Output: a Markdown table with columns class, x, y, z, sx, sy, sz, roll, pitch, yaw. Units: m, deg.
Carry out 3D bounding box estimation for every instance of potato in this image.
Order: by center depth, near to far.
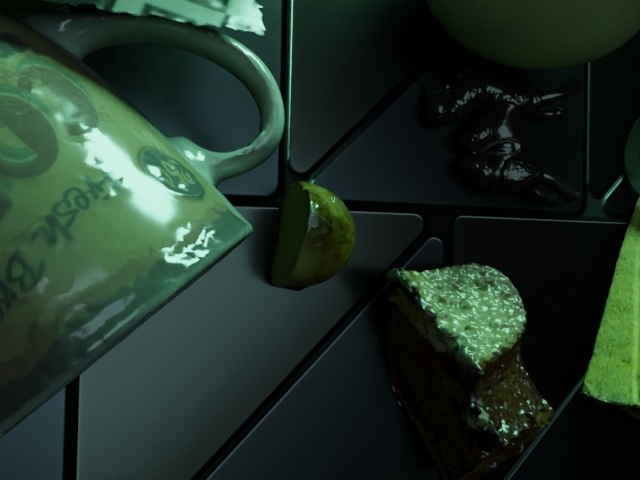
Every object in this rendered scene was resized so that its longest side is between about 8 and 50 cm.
| class | x | y | z | sx | sy | sz | roll | pitch | yaw |
| --- | --- | --- | --- | --- | --- | --- | --- | --- | --- |
| potato | 0.000 | 0.000 | 0.538 | 0.067 | 0.103 | 0.096 | 8 | 88 | -17 |

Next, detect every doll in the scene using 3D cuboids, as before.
| class | x | y | z | sx | sy | sz | roll | pitch | yaw |
| --- | --- | --- | --- | --- | --- | --- | --- | --- | --- |
| doll | 0.182 | -0.110 | 0.632 | 0.165 | 0.057 | 0.138 | 5 | 89 | -11 |

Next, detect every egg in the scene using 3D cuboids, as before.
| class | x | y | z | sx | sy | sz | roll | pitch | yaw |
| --- | --- | --- | --- | --- | --- | --- | --- | --- | --- |
| egg | 0.202 | -0.251 | 0.569 | 0.242 | 0.186 | 0.185 | 10 | 86 | -21 |

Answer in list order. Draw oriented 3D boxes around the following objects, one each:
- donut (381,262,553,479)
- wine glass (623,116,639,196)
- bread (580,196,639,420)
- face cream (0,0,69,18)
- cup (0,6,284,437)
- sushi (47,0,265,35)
| class | x | y | z | sx | sy | sz | roll | pitch | yaw |
| --- | --- | --- | --- | --- | --- | --- | --- | --- | --- |
| donut | 0.133 | 0.118 | 0.586 | 0.126 | 0.144 | 0.186 | -16 | 64 | -26 |
| wine glass | 0.474 | -0.088 | 0.701 | 0.242 | 0.126 | 0.126 | 4 | 88 | -17 |
| bread | 0.414 | 0.082 | 0.657 | 0.168 | 0.163 | 0.263 | 21 | 82 | -18 |
| face cream | -0.367 | -0.180 | 0.424 | 0.341 | 0.084 | 0.137 | -23 | 88 | -26 |
| cup | -0.177 | -0.055 | 0.408 | 0.301 | 0.227 | 0.257 | -39 | 96 | -9 |
| sushi | -0.229 | -0.254 | 0.435 | 0.340 | 0.068 | 0.319 | 1 | 59 | -23 |
